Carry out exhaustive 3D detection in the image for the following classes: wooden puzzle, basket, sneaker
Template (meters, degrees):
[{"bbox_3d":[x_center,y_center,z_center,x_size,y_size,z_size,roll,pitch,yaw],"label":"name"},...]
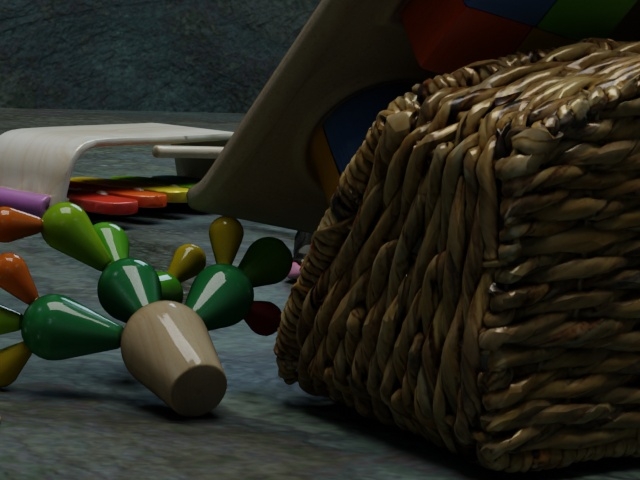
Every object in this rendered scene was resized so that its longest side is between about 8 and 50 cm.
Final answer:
[{"bbox_3d":[0.136,-0.080,1.146,0.322,0.348,0.080,11,47,-31],"label":"wooden puzzle"},{"bbox_3d":[0.149,-0.006,1.079,0.299,0.213,0.223,-2,9,-31],"label":"basket"},{"bbox_3d":[0.000,0.000,1.582,0.047,0.057,0.119,1,6,6],"label":"sneaker"}]

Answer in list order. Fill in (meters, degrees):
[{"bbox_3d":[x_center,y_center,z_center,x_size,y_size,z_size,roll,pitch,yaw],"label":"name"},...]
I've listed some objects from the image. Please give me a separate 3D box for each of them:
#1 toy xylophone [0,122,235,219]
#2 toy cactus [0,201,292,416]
[{"bbox_3d":[-0.174,-0.066,1.927,0.323,0.081,0.236,-5,10,-43],"label":"toy xylophone"},{"bbox_3d":[-0.108,0.049,1.121,0.219,0.112,0.180,1,26,-28],"label":"toy cactus"}]
